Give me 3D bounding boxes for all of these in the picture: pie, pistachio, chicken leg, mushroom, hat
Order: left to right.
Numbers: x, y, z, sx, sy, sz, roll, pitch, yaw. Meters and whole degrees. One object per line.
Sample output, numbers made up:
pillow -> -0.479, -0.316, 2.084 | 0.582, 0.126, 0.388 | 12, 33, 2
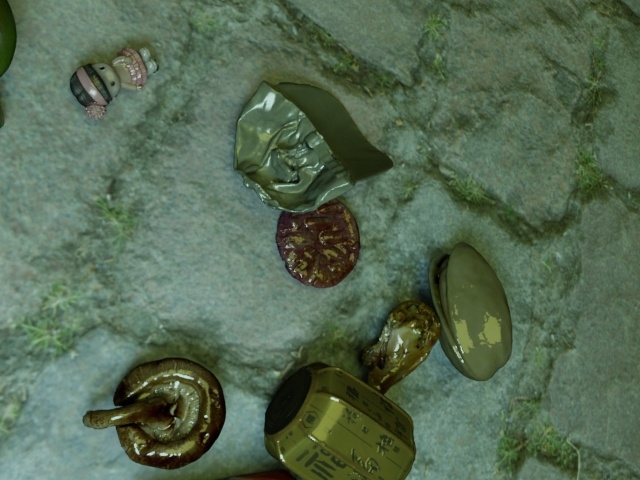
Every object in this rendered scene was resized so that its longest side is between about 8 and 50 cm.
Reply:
mushroom -> -0.204, 0.214, 0.812 | 0.170, 0.080, 0.135 | 5, 62, -29
hat -> -0.013, -0.129, 1.021 | 0.214, 0.149, 0.244 | 52, 20, 17
pie -> 0.000, 0.000, 1.014 | 0.154, 0.036, 0.154 | 8, 74, -28
chicken leg -> 0.112, 0.177, 1.004 | 0.085, 0.101, 0.207 | 33, 68, 15
pistachio -> 0.242, 0.116, 1.072 | 0.136, 0.136, 0.226 | -1, 70, -31

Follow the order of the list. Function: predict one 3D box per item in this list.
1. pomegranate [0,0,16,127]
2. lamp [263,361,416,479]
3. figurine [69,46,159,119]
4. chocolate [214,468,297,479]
pomegranate -> -0.433, -0.216, 0.754 | 0.180, 0.180, 0.210 | -36, 132, -32
lamp -> 0.026, 0.261, 0.886 | 0.185, 0.161, 0.161 | 36, 62, -17
figurine -> -0.281, -0.218, 0.900 | 0.129, 0.054, 0.072 | -42, 114, -39
chocolate -> -0.117, 0.417, 0.793 | 0.234, 0.108, 0.237 | 3, 77, -28
